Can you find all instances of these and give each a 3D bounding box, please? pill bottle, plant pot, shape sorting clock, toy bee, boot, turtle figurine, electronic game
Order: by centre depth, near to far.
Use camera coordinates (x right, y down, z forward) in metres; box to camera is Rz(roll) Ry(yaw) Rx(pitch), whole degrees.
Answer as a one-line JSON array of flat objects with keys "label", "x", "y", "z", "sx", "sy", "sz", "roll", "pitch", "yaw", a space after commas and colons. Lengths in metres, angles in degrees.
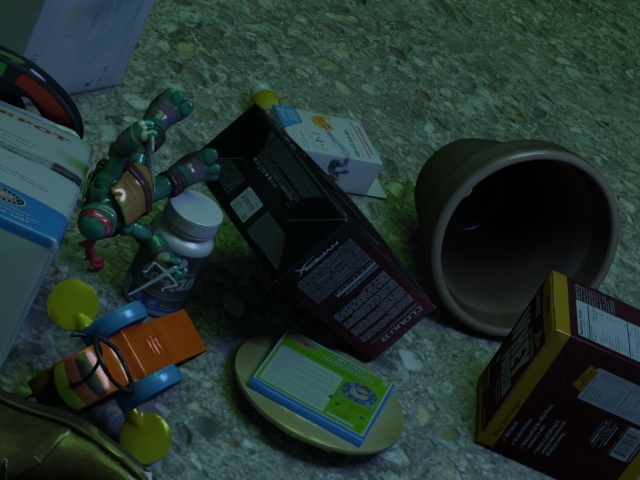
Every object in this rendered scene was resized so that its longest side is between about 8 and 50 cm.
[{"label": "boot", "x": -0.287, "y": 0.210, "z": 1.519, "sx": 0.305, "sy": 0.112, "sz": 0.115, "roll": 27, "pitch": 47, "yaw": 8}, {"label": "toy bee", "x": -0.233, "y": 0.127, "z": 1.634, "sx": 0.298, "sy": 0.162, "sz": 0.195, "roll": 37, "pitch": 27, "yaw": -62}, {"label": "turtle figurine", "x": -0.189, "y": -0.054, "z": 1.706, "sx": 0.118, "sy": 0.175, "sz": 0.234, "roll": 5, "pitch": 34, "yaw": 20}, {"label": "shape sorting clock", "x": -0.002, "y": 0.173, "z": 1.840, "sx": 0.206, "sy": 0.040, "sz": 0.206, "roll": 18, "pitch": 31, "yaw": -11}, {"label": "electronic game", "x": -0.379, "y": -0.150, "z": 1.843, "sx": 0.229, "sy": 0.229, "sz": 0.048, "roll": 23, "pitch": 56, "yaw": -9}, {"label": "pill bottle", "x": -0.166, "y": 0.014, "z": 1.847, "sx": 0.078, "sy": 0.137, "sz": 0.078, "roll": 20, "pitch": 32, "yaw": -13}, {"label": "plant pot", "x": 0.230, "y": -0.031, "z": 2.174, "sx": 0.263, "sy": 0.263, "sz": 0.229, "roll": 14, "pitch": 15, "yaw": -24}, {"label": "pill bottle", "x": -0.076, "y": -0.188, "z": 2.308, "sx": 0.043, "sy": 0.043, "sz": 0.083, "roll": 12, "pitch": 35, "yaw": -27}]

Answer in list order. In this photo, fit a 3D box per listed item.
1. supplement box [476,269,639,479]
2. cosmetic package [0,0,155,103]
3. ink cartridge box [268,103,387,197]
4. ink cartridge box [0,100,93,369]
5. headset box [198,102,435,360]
[{"label": "supplement box", "x": 0.316, "y": 0.175, "z": 1.948, "sx": 0.194, "sy": 0.191, "sz": 0.129, "roll": 25, "pitch": 31, "yaw": -8}, {"label": "cosmetic package", "x": -0.337, "y": -0.309, "z": 2.099, "sx": 0.138, "sy": 0.224, "sz": 0.225, "roll": 42, "pitch": 33, "yaw": 21}, {"label": "ink cartridge box", "x": 0.015, "y": -0.123, "z": 2.270, "sx": 0.181, "sy": 0.061, "sz": 0.104, "roll": 9, "pitch": 36, "yaw": -31}, {"label": "ink cartridge box", "x": -0.398, "y": -0.042, "z": 1.616, "sx": 0.285, "sy": 0.166, "sz": 0.395, "roll": 24, "pitch": 14, "yaw": -9}, {"label": "headset box", "x": 0.000, "y": 0.000, "z": 1.930, "sx": 0.218, "sy": 0.110, "sz": 0.293, "roll": 53, "pitch": 6, "yaw": 36}]
